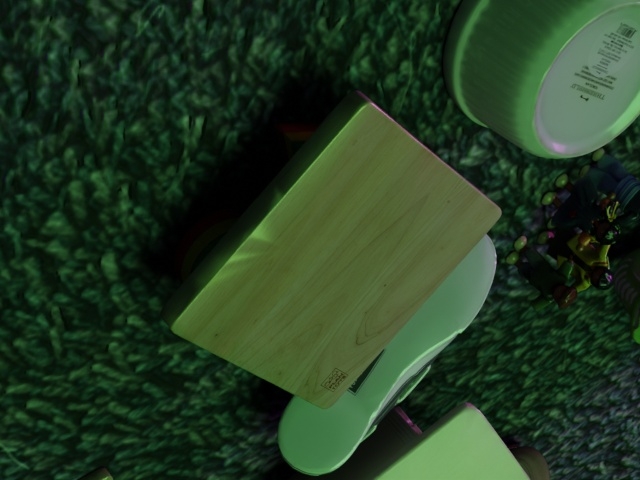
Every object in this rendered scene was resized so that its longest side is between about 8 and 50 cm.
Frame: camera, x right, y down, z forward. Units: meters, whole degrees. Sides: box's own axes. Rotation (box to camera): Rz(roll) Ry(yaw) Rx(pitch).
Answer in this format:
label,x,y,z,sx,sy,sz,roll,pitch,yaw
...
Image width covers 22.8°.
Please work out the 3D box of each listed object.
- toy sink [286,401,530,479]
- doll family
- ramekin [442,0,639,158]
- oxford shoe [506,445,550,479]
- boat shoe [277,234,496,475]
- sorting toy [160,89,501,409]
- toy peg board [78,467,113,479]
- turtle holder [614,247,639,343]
label,x,y,z,sx,sy,sz,roll,pitch,yaw
toy sink,0.088,0.275,1.698,0.234,0.131,0.153,-38,111,-4
doll family,0.287,-0.007,1.669,0.076,0.111,0.193,6,120,-44
ramekin,0.226,-0.173,1.469,0.207,0.109,0.207,-23,136,-23
oxford shoe,0.226,0.330,1.791,0.130,0.123,0.348,-30,-167,29
boat shoe,0.066,0.110,1.602,0.301,0.108,0.102,-54,174,-6
sorting toy,0.000,0.000,1.445,0.257,0.089,0.255,-48,141,6
toy peg board,-0.245,0.329,1.539,0.161,0.079,0.161,-28,139,-18
turtle holder,0.490,0.052,1.797,0.243,0.227,0.320,-48,134,12
